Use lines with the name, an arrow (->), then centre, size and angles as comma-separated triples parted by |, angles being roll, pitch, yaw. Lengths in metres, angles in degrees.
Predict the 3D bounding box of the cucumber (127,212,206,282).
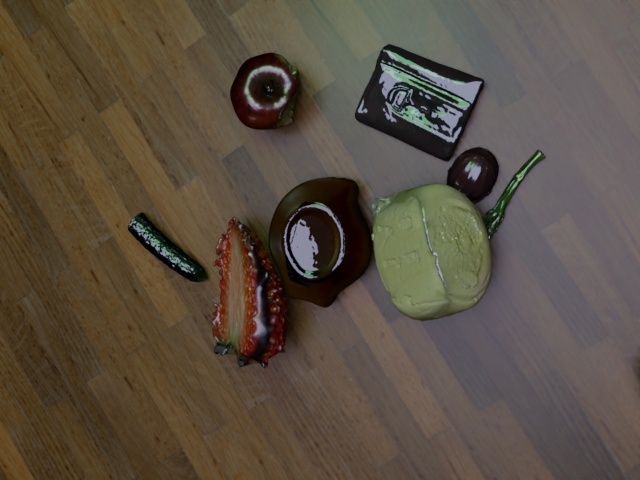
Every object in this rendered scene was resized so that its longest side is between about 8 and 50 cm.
cucumber -> -0.339, 0.024, 2.013 | 0.215, 0.052, 0.058 | 40, 73, 7

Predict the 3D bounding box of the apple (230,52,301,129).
apple -> -0.113, -0.307, 1.880 | 0.147, 0.158, 0.156 | -7, 91, 0

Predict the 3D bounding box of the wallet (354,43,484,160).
wallet -> 0.199, -0.287, 1.858 | 0.229, 0.049, 0.182 | 25, 102, 13

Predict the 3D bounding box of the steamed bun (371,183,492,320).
steamed bun -> 0.223, 0.018, 1.797 | 0.166, 0.232, 0.273 | -11, 80, -29

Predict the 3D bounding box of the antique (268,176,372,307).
antique -> 0.000, 0.000, 1.883 | 0.224, 0.129, 0.278 | 20, 100, 11

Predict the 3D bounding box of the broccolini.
broccolini -> 0.378, -0.081, 1.832 | 0.054, 0.051, 0.239 | 37, 94, 16

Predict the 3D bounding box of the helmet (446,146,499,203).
helmet -> 0.306, -0.131, 1.828 | 0.098, 0.070, 0.123 | 31, 99, 10

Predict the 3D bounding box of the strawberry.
strawberry -> -0.129, 0.108, 1.902 | 0.233, 0.138, 0.306 | 10, 95, 58
